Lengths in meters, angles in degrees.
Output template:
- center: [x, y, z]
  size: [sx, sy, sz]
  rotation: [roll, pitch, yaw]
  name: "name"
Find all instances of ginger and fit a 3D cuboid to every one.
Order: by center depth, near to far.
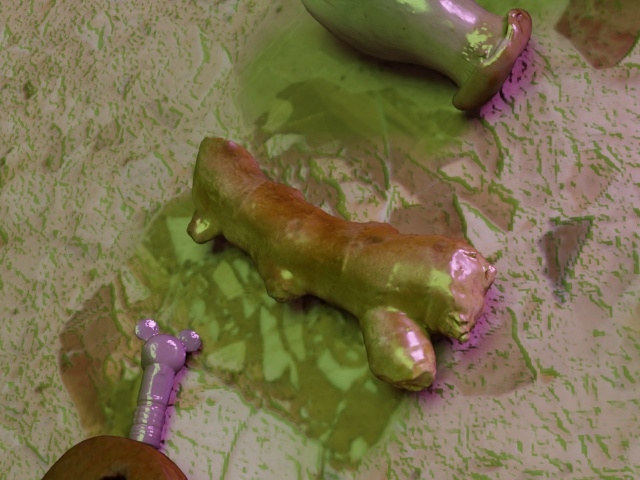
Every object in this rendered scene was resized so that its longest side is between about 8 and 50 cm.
- center: [0.001, 0.002, 0.983]
  size: [0.118, 0.065, 0.299]
  rotation: [-46, 51, -15]
  name: "ginger"

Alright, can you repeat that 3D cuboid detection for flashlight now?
- center: [-0.125, 0.115, 0.983]
  size: [0.052, 0.031, 0.110]
  rotation: [16, 66, -11]
  name: "flashlight"

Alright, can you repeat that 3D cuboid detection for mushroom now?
- center: [0.075, -0.183, 1.058]
  size: [0.212, 0.088, 0.097]
  rotation: [29, 41, 28]
  name: "mushroom"

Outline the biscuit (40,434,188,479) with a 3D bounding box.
- center: [-0.115, 0.303, 0.811]
  size: [0.283, 0.064, 0.432]
  rotation: [-32, 52, 12]
  name: "biscuit"
